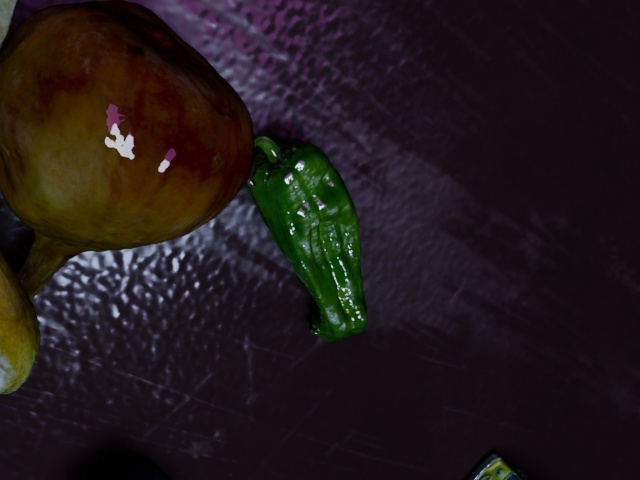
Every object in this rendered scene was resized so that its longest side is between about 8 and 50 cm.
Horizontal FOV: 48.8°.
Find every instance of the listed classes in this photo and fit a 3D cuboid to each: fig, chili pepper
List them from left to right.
[{"bbox_3d":[-0.191,-0.059,0.531,0.290,0.191,0.191,-23,124,29],"label":"fig"},{"bbox_3d":[-0.006,0.001,0.652,0.100,0.074,0.257,-40,126,-24],"label":"chili pepper"}]

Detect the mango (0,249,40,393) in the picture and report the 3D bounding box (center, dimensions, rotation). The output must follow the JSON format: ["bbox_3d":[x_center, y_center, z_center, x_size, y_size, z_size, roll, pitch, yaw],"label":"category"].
[{"bbox_3d":[-0.340,0.020,0.457,0.316,0.146,0.193,21,113,-9],"label":"mango"}]

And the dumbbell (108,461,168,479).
[{"bbox_3d":[-0.257,0.354,0.642,0.324,0.160,0.144,-37,87,-6],"label":"dumbbell"}]

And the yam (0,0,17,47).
[{"bbox_3d":[-0.295,-0.242,0.394,0.304,0.168,0.168,34,94,-29],"label":"yam"}]

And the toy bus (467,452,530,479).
[{"bbox_3d":[0.262,0.350,0.880,0.175,0.101,0.088,40,91,-28],"label":"toy bus"}]
